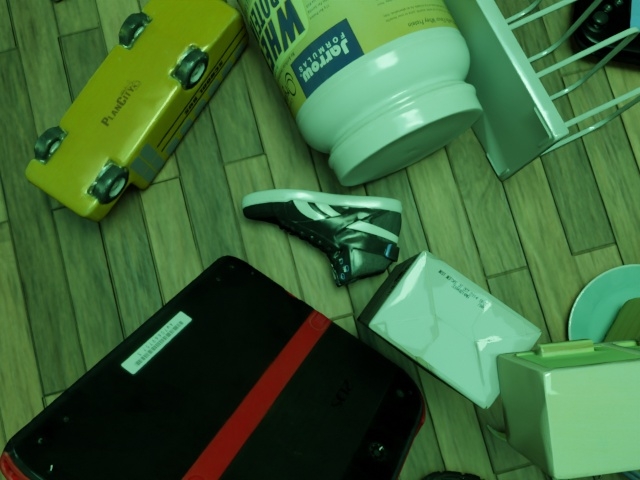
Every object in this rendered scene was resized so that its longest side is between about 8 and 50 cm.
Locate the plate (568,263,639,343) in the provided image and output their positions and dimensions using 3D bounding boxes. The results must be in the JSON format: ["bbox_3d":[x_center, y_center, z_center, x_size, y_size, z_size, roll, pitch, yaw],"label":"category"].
[{"bbox_3d":[0.421,0.126,0.790,0.188,0.024,0.188,0,83,2],"label":"plate"}]

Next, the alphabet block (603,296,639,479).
[{"bbox_3d":[0.424,0.189,0.665,0.192,0.193,0.197,35,79,3],"label":"alphabet block"}]

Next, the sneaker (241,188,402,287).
[{"bbox_3d":[0.000,0.000,0.785,0.216,0.079,0.121,3,81,0],"label":"sneaker"}]

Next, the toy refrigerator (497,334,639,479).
[{"bbox_3d":[0.305,0.129,0.515,0.269,0.102,0.094,-6,88,-4],"label":"toy refrigerator"}]

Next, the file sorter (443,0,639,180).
[{"bbox_3d":[0.266,-0.255,0.759,0.173,0.193,0.278,-27,83,-5],"label":"file sorter"}]

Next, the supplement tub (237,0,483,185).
[{"bbox_3d":[0.044,-0.250,0.741,0.228,0.228,0.316,-25,83,-2],"label":"supplement tub"}]

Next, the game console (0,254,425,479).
[{"bbox_3d":[-0.073,0.204,0.652,0.342,0.386,0.060,32,127,8],"label":"game console"}]

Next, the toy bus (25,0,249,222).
[{"bbox_3d":[-0.234,-0.183,0.787,0.108,0.130,0.333,33,85,4],"label":"toy bus"}]

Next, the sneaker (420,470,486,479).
[{"bbox_3d":[0.256,0.375,0.734,0.286,0.109,0.130,7,93,9],"label":"sneaker"}]

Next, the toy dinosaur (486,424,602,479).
[{"bbox_3d":[0.304,0.267,0.770,0.183,0.053,0.093,-6,68,-7],"label":"toy dinosaur"}]

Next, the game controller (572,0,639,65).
[{"bbox_3d":[0.512,-0.310,0.822,0.319,0.067,0.167,11,83,2],"label":"game controller"}]

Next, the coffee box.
[{"bbox_3d":[0.130,0.097,0.686,0.141,0.246,0.098,36,86,5],"label":"coffee box"}]
